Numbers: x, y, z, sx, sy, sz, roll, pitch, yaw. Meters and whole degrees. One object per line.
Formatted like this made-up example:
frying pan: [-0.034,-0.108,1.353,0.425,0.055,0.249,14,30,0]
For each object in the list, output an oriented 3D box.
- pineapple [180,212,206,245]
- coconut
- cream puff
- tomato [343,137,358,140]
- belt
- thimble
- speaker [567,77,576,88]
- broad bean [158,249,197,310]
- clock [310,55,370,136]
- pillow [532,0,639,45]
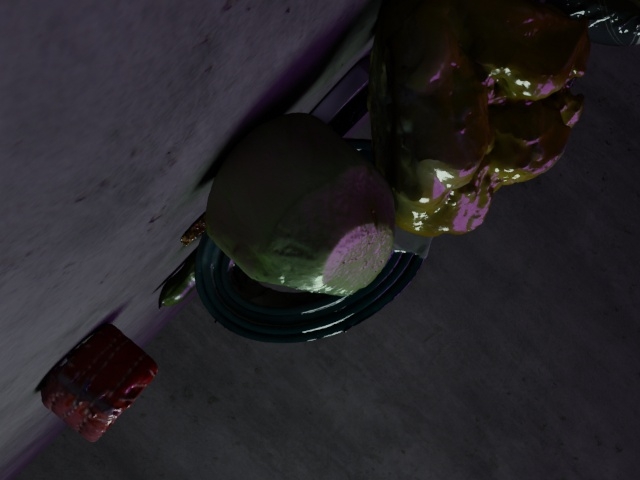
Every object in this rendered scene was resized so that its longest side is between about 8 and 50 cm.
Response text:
pineapple: [-0.182,-0.021,1.038,0.083,0.019,0.045,-43,-175,0]
coconut: [-0.028,-0.042,0.825,0.236,0.236,0.205,-47,151,-34]
cream puff: [0.197,-0.171,0.877,0.257,0.324,0.291,-5,-169,1]
tomato: [0.062,-0.170,1.931,0.270,0.227,0.270,-29,170,-6]
belt: [-0.001,0.001,1.188,0.436,0.300,0.173,-28,-174,12]
thimble: [-0.362,0.233,1.124,0.163,0.125,0.189,-50,-176,-28]
speaker: [0.288,-0.268,1.061,0.231,0.192,0.153,-39,154,-51]
broad bean: [-0.219,0.023,1.401,0.318,0.056,0.098,-48,-178,-18]
clock: [0.053,-0.236,1.159,0.198,0.064,0.172,-48,-176,-25]
pillow: [0.348,-0.352,0.984,0.161,0.335,0.093,-54,165,-54]
